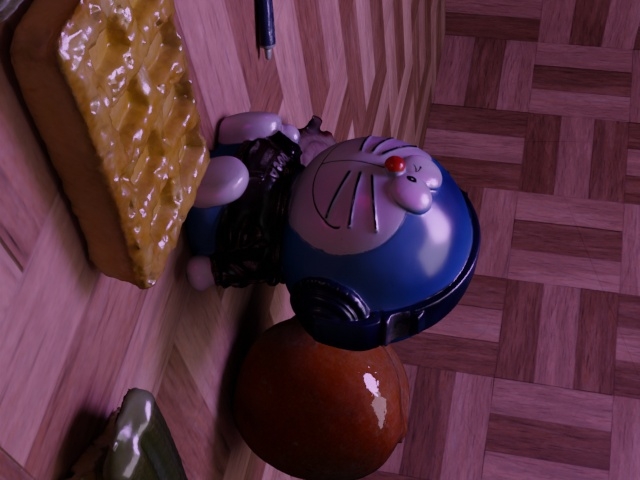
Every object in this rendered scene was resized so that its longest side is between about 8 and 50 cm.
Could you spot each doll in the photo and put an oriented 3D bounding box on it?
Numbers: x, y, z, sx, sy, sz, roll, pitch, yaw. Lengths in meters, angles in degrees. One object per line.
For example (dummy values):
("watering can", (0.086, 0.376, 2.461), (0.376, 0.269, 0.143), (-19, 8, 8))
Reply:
("doll", (0.020, -0.011, 1.049), (0.240, 0.310, 0.284), (88, 15, -45))

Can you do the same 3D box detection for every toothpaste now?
("toothpaste", (-0.068, -0.289, 1.166), (0.037, 0.021, 0.140), (-77, 167, -59))

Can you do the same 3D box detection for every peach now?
("peach", (0.007, 0.213, 1.287), (0.252, 0.252, 0.252), (7, 90, -78))

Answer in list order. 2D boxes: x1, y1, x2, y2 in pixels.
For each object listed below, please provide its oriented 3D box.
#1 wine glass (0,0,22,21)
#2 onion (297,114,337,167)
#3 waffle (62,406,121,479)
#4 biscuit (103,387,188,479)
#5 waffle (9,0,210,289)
("wine glass", (-0.204, -0.059, 0.359), (0.156, 0.156, 0.232), (83, 14, -50))
("onion", (0.000, 0.000, 1.309), (0.314, 0.146, 0.280), (61, 29, 0))
("waffle", (-0.207, 0.200, 0.782), (0.125, 0.032, 0.191), (74, 23, -54))
("biscuit", (-0.160, 0.233, 0.922), (0.322, 0.038, 0.099), (93, 6, -60))
("waffle", (-0.157, -0.103, 0.754), (0.274, 0.057, 0.168), (83, 19, -50))
